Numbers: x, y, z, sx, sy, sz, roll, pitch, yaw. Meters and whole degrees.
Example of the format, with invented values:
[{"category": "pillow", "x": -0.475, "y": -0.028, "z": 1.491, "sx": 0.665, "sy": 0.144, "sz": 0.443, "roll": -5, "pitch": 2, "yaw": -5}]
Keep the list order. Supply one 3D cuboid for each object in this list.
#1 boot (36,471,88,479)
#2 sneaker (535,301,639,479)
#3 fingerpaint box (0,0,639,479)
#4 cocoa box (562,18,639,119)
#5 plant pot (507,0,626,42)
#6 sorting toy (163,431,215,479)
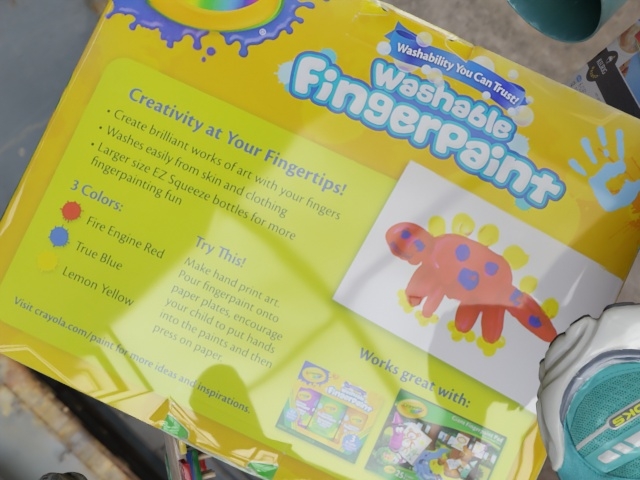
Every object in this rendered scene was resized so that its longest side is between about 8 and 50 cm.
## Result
[{"category": "boot", "x": -0.044, "y": 0.200, "z": 0.470, "sx": 0.209, "sy": 0.189, "sz": 0.076, "roll": 6, "pitch": 173, "yaw": -36}, {"category": "sneaker", "x": 0.243, "y": 0.105, "z": 0.495, "sx": 0.275, "sy": 0.110, "sz": 0.107, "roll": 2, "pitch": 144, "yaw": -4}, {"category": "fingerpaint box", "x": 0.000, "y": 0.000, "z": 0.813, "sx": 0.445, "sy": 0.371, "sz": 0.163, "roll": 24, "pitch": 176, "yaw": 2}, {"category": "cocoa box", "x": 0.558, "y": -0.141, "z": 1.438, "sx": 0.347, "sy": 0.231, "sz": 0.228, "roll": 36, "pitch": 119, "yaw": -23}, {"category": "plant pot", "x": 0.474, "y": -0.544, "z": 1.788, "sx": 0.293, "sy": 0.235, "sz": 0.293, "roll": 47, "pitch": 166, "yaw": 15}, {"category": "sorting toy", "x": -0.168, "y": 0.251, "z": 1.255, "sx": 0.274, "sy": 0.046, "sz": 0.132, "roll": 148, "pitch": 111, "yaw": -74}]
